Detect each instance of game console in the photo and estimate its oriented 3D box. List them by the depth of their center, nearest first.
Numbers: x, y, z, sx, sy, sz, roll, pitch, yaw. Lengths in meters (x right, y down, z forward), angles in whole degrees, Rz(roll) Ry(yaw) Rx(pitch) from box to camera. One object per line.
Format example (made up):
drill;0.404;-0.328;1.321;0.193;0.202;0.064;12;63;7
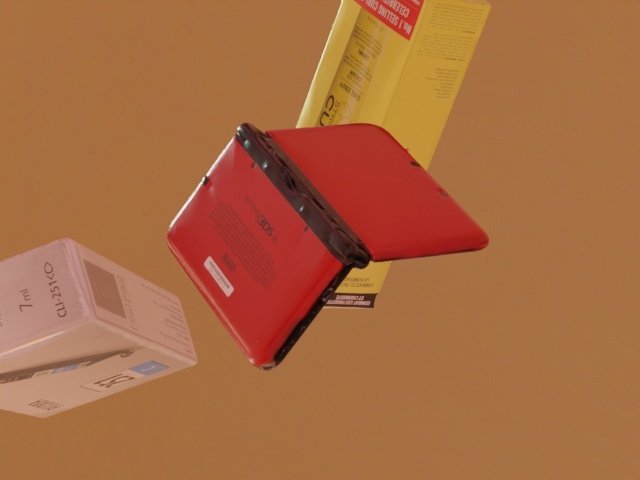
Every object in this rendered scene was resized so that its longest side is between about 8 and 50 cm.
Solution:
game console;0.000;0.000;1.047;0.124;0.085;0.144;-53;-141;11

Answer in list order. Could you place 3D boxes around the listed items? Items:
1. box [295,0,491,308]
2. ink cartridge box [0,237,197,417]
box;0.032;-0.073;1.280;0.087;0.058;0.232;44;-59;43
ink cartridge box;-0.249;0.087;1.373;0.261;0.296;0.066;-19;-102;7
